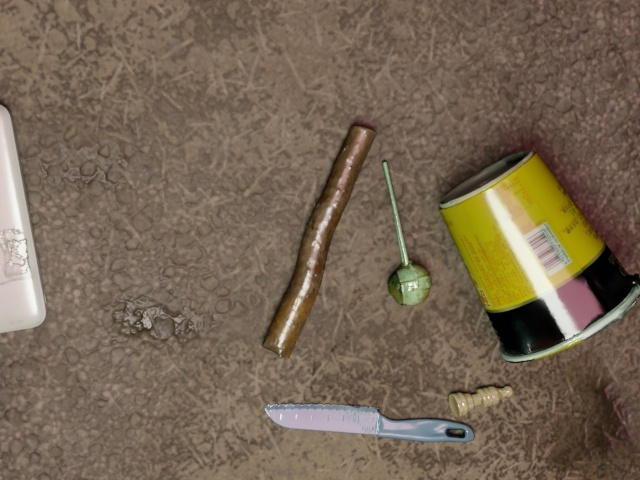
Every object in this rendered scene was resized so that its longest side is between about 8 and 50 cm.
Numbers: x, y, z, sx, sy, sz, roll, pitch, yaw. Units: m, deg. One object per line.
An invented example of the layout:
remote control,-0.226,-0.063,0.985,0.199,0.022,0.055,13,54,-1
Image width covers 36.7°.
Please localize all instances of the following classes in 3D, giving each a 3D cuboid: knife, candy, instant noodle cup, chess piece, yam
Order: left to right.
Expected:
yam,0.000,0.000,1.295,0.045,0.045,0.327,19,94,-45
knife,0.073,0.257,1.364,0.313,0.019,0.044,7,89,-13
candy,0.107,-0.009,1.321,0.061,0.061,0.202,-13,93,-10
chess piece,0.233,0.226,1.387,0.092,0.035,0.035,-12,101,-14
instant noodle cup,0.279,0.014,1.287,0.215,0.215,0.236,-33,97,-6

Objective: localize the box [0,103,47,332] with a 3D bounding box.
box,-0.432,-0.021,1.196,0.142,0.044,0.285,-9,100,-9
